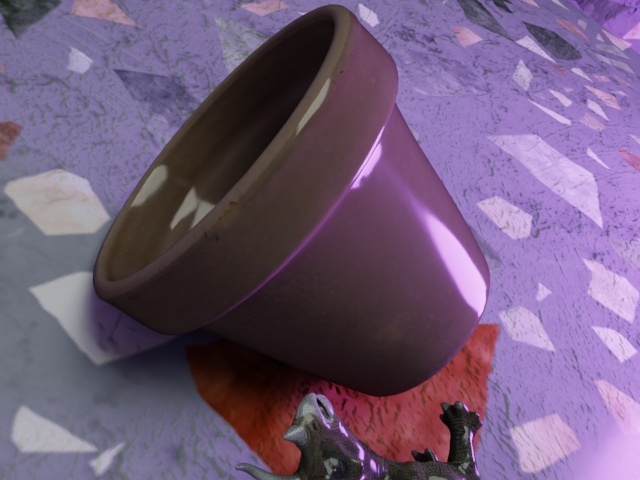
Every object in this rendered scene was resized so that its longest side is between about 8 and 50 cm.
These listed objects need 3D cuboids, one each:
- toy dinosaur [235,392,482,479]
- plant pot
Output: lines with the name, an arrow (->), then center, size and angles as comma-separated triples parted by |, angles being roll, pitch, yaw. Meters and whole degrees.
toy dinosaur -> 0.093, 0.217, 0.524 | 0.313, 0.121, 0.160 | 43, 48, 5
plant pot -> 0.000, 0.000, 0.596 | 0.229, 0.263, 0.263 | 42, 31, -23
